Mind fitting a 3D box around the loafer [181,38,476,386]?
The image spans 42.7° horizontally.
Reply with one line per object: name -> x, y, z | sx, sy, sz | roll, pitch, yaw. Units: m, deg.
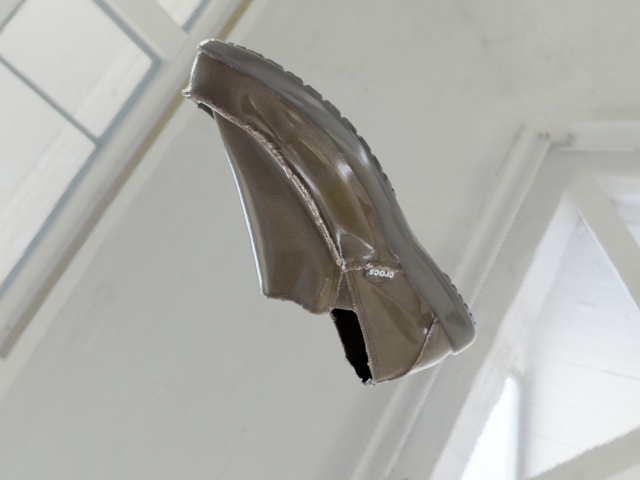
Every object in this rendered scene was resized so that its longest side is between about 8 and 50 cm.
loafer -> 0.000, 0.000, 0.676 | 0.130, 0.366, 0.134 | -42, -154, -7
